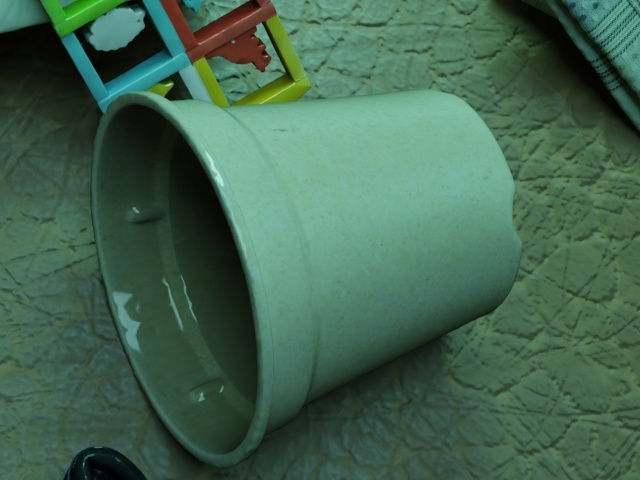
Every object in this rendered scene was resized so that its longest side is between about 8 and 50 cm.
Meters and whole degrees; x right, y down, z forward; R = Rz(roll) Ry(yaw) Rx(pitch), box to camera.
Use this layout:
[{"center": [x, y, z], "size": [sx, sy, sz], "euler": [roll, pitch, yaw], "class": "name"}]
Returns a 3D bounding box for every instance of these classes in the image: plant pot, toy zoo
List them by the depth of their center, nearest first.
[{"center": [0.000, 0.000, 1.546], "size": [0.305, 0.334, 0.334], "euler": [-15, 73, -26], "class": "plant pot"}, {"center": [-0.131, -0.180, 1.618], "size": [0.192, 0.293, 0.030], "euler": [-31, 35, -5], "class": "toy zoo"}]

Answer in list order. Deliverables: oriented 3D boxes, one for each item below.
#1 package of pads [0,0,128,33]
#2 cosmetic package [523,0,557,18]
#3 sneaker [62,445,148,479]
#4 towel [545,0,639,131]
[{"center": [-0.241, -0.309, 1.659], "size": [0.296, 0.101, 0.229], "euler": [-16, 37, -15], "class": "package of pads"}, {"center": [0.274, -0.356, 1.841], "size": [0.099, 0.060, 0.239], "euler": [29, 68, -2], "class": "cosmetic package"}, {"center": [-0.136, 0.304, 1.492], "size": [0.107, 0.124, 0.283], "euler": [-36, 80, -19], "class": "sneaker"}, {"center": [0.383, -0.288, 1.766], "size": [0.312, 0.056, 0.324], "euler": [-46, 108, -11], "class": "towel"}]
